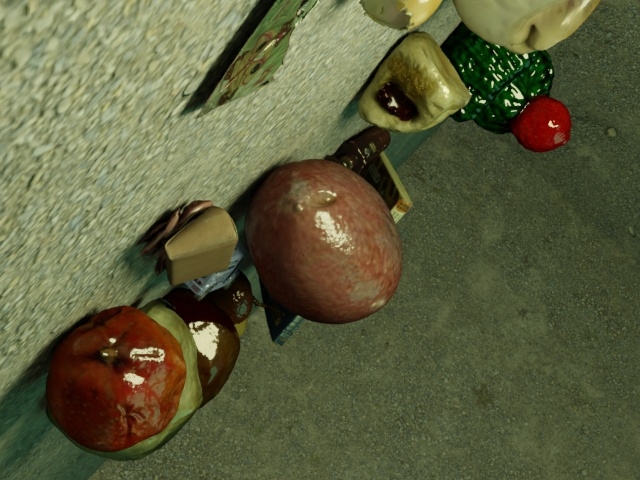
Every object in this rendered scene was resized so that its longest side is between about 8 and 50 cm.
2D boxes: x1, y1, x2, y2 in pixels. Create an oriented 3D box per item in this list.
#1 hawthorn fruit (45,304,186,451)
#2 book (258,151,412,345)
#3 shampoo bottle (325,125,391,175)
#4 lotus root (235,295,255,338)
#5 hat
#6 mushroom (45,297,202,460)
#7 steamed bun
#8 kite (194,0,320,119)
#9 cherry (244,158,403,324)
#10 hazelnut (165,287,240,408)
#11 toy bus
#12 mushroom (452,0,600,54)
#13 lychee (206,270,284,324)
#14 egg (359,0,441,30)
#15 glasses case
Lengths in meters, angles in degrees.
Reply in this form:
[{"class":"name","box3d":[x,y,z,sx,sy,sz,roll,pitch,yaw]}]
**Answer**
[{"class":"hawthorn fruit","box3d":[-0.235,0.162,0.980,0.179,0.173,0.173,-48,176,35]},{"class":"book","box3d":[0.014,-0.005,1.818,0.428,0.039,0.300,-48,-150,18]},{"class":"shampoo bottle","box3d":[0.076,-0.178,1.672,0.067,0.068,0.236,-50,178,33]},{"class":"lotus root","box3d":[-0.208,0.165,1.626,0.221,0.125,0.118,-33,141,-55]},{"class":"hat","box3d":[0.408,-0.329,1.761,0.274,0.332,0.242,-46,175,27]},{"class":"mushroom","box3d":[-0.267,0.221,1.171,0.267,0.164,0.189,-45,176,25]},{"class":"steamed bun","box3d":[0.138,-0.237,1.324,0.155,0.141,0.172,-34,179,22]},{"class":"kite","box3d":[-0.026,-0.190,0.723,0.250,0.012,0.229,-46,180,-14]},{"class":"cherry","box3d":[0.000,0.000,1.233,0.221,0.261,0.307,-33,161,8]},{"class":"hazelnut","box3d":[-0.220,0.185,1.338,0.202,0.160,0.170,-58,174,14]},{"class":"toy bus","box3d":[-0.151,0.028,1.149,0.076,0.073,0.167,-50,176,10]},{"class":"mushroom","box3d":[0.343,-0.439,1.095,0.314,0.224,0.397,-61,-170,-26]},{"class":"lychee","box3d":[-0.164,0.110,1.537,0.101,0.114,0.140,-42,144,13]},{"class":"egg","box3d":[0.084,-0.253,0.799,0.096,0.080,0.080,-62,180,-14]},{"class":"glasses case","box3d":[-0.159,0.001,0.958,0.102,0.070,0.193,-18,172,-12]}]
